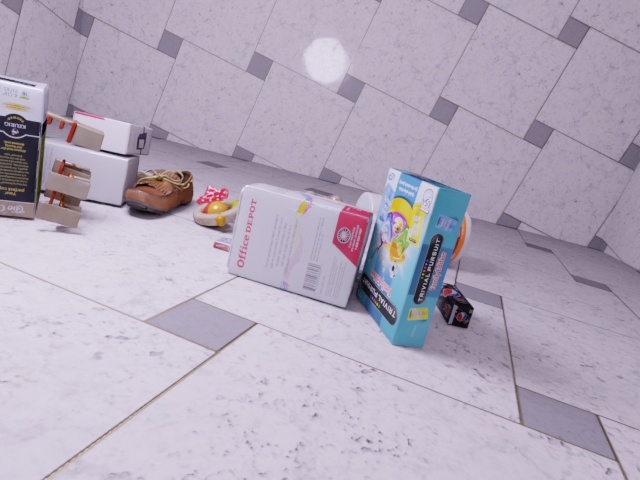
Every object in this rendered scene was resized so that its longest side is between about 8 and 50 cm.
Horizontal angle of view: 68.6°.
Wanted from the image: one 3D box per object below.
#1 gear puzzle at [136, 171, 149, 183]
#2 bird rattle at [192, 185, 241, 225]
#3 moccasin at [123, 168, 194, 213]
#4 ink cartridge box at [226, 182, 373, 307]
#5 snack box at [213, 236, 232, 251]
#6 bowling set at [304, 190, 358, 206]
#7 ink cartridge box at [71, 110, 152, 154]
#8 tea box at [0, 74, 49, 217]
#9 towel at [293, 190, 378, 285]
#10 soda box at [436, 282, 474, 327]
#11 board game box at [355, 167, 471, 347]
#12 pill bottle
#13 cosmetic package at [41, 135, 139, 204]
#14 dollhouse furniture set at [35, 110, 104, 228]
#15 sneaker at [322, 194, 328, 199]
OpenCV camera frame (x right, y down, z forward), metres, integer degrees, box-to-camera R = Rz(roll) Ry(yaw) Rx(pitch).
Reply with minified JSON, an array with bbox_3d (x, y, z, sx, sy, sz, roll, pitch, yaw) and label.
[{"bbox_3d":[-0.686,-0.225,1.812,0.339,0.044,0.175,17,12,1],"label":"gear puzzle"},{"bbox_3d":[-0.327,-0.110,1.541,0.253,0.143,0.207,17,30,25],"label":"bird rattle"},{"bbox_3d":[-0.515,-0.175,1.543,0.139,0.147,0.380,16,14,10],"label":"moccasin"},{"bbox_3d":[-0.047,0.003,1.141,0.306,0.226,0.131,17,14,10],"label":"ink cartridge box"},{"bbox_3d":[-0.206,0.026,1.315,0.178,0.022,0.064,16,15,7],"label":"snack box"},{"bbox_3d":[0.027,-0.092,1.837,0.287,0.154,0.200,8,-3,-19],"label":"bowling set"},{"bbox_3d":[-0.672,-0.345,1.532,0.172,0.100,0.237,13,8,-5],"label":"ink cartridge box"},{"bbox_3d":[-0.858,-0.248,1.131,0.329,0.323,0.220,7,16,-29],"label":"tea box"},{"bbox_3d":[0.026,-0.021,1.342,0.332,0.053,0.317,17,39,10],"label":"towel"},{"bbox_3d":[0.344,0.164,1.229,0.053,0.060,0.169,12,14,-4],"label":"soda box"},{"bbox_3d":[0.189,0.026,1.049,0.079,0.336,0.254,10,14,-16],"label":"board game box"},{"bbox_3d":[0.329,-0.051,1.723,0.392,0.224,0.224,10,15,-16],"label":"pill bottle"},{"bbox_3d":[-0.787,-0.229,1.484,0.365,0.155,0.197,10,11,-14],"label":"cosmetic package"},{"bbox_3d":[-0.664,-0.182,1.204,0.135,0.259,0.262,18,8,-30],"label":"dollhouse furniture set"},{"bbox_3d":[0.025,-0.150,2.086,0.208,0.094,0.081,19,13,15],"label":"sneaker"}]
